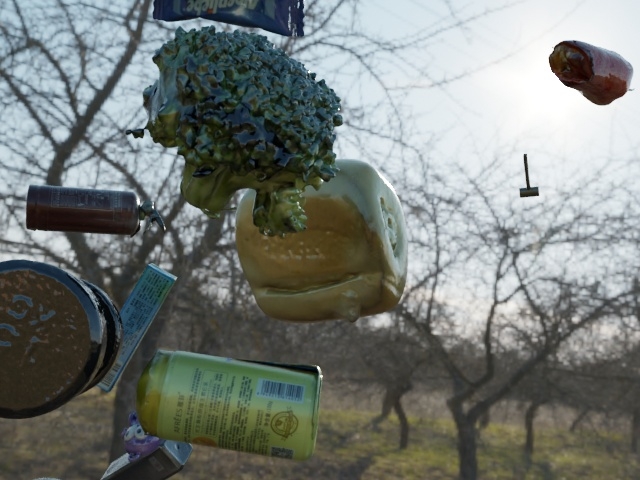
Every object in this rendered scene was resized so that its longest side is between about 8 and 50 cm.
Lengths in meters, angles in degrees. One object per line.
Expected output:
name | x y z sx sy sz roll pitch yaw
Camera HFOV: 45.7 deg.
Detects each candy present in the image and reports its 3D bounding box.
candy | -0.192 -0.535 1.592 0.331 0.187 0.077 7 22 5

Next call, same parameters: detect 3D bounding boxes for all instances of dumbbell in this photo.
dumbbell | -0.401 0.140 1.094 0.204 0.203 0.322 9 -8 -8

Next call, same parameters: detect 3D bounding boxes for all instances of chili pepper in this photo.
chili pepper | 0.435 -0.253 1.169 0.192 0.086 0.084 7 -24 -38

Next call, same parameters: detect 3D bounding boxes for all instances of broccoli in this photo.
broccoli | -0.134 -0.167 1.151 0.293 0.280 0.347 23 28 -15

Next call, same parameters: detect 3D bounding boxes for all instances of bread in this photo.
bread | 0.000 0.000 1.687 0.376 0.347 0.253 -11 5 26

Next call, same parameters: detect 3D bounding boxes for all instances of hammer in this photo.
hammer | 0.374 -0.118 1.372 0.036 0.019 0.110 -4 -40 17

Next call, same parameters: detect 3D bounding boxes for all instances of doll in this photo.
doll | -0.301 0.321 1.379 0.110 0.206 0.067 -15 -63 22

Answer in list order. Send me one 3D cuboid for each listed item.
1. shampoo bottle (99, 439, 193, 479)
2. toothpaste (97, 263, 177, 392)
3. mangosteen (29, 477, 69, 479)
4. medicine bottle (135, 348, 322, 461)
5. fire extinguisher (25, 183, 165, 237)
shampoo bottle | -0.402 0.512 1.700 0.246 0.080 0.079 -34 12 23
toothpaste | -0.384 0.177 1.539 0.065 0.266 0.050 30 1 -2
mangosteen | -0.505 0.599 1.404 0.275 0.302 0.275 22 -10 4
medicine bottle | -0.119 0.210 0.985 0.239 0.124 0.124 9 -9 2
fire extinguisher | -0.455 -0.055 1.550 0.269 0.104 0.105 4 -8 -16
